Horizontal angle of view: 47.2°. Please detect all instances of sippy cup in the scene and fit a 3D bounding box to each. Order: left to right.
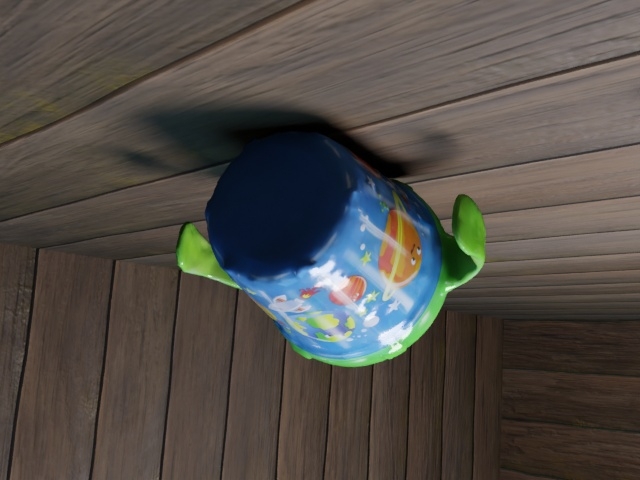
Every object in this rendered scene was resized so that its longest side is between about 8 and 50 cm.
[{"bbox_3d":[0.000,0.000,0.791,0.305,0.240,0.224,-37,148,8],"label":"sippy cup"}]
